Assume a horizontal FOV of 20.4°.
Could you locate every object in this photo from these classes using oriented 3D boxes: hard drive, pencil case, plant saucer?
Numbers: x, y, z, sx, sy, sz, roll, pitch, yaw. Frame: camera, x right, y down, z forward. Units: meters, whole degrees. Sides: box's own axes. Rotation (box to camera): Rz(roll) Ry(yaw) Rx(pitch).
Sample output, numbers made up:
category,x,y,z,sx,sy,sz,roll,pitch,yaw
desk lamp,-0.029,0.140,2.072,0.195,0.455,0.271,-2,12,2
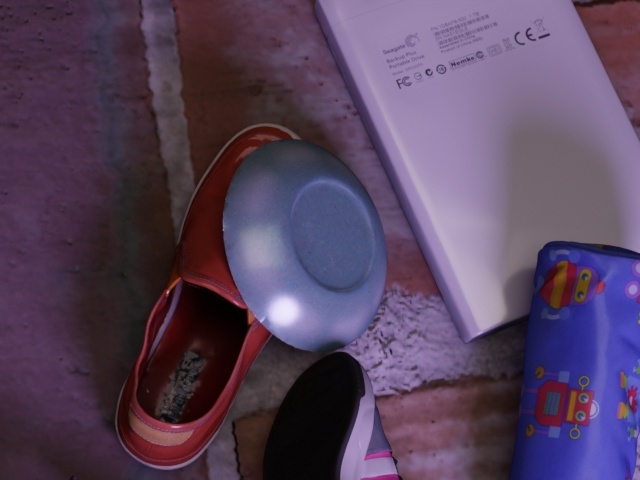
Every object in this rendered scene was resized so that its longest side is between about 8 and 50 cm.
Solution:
category,x,y,z,sx,sy,sz,roll,pitch,yaw
hard drive,0.169,-0.106,1.671,0.233,0.047,0.353,-21,78,-14
pencil case,0.232,0.150,1.545,0.119,0.133,0.306,5,82,32
plant saucer,0.000,0.000,1.566,0.195,0.037,0.195,14,69,-40

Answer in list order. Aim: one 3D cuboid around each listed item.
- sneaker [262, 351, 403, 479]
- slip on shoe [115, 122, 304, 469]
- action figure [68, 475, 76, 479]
category,x,y,z,sx,sy,sz,roll,pitch,yaw
sneaker,0.051,0.245,1.515,0.178,0.123,0.295,42,31,-33
slip on shoe,-0.085,0.041,1.560,0.123,0.101,0.331,23,70,0
action figure,-0.169,0.305,1.454,0.275,0.141,0.164,25,78,26
